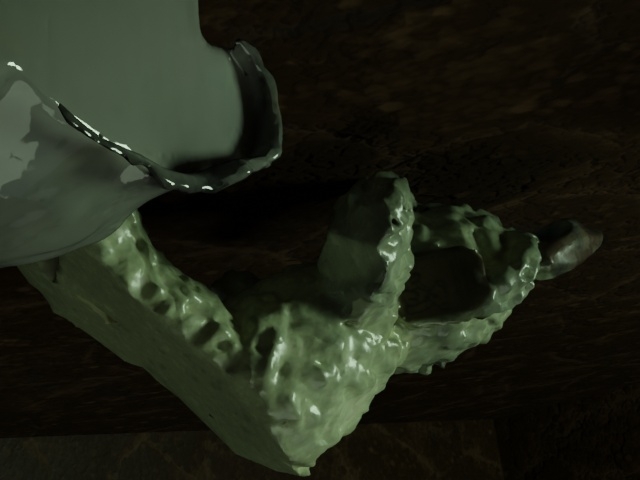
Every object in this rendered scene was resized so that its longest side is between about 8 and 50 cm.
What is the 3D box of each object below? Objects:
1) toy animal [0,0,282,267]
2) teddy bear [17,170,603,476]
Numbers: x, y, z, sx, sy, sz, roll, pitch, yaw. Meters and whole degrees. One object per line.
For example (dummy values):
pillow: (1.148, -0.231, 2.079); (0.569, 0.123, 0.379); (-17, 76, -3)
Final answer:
toy animal: (-0.208, -0.076, 0.550); (0.357, 0.194, 0.258); (-8, 177, 29)
teddy bear: (0.000, 0.000, 1.080); (0.362, 0.375, 0.327); (-48, -179, -25)
